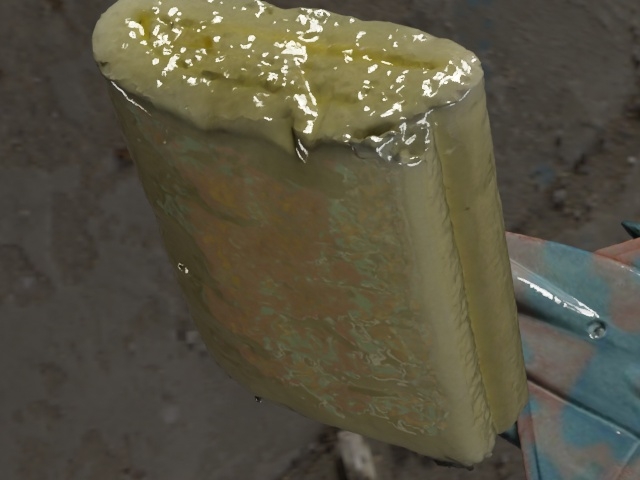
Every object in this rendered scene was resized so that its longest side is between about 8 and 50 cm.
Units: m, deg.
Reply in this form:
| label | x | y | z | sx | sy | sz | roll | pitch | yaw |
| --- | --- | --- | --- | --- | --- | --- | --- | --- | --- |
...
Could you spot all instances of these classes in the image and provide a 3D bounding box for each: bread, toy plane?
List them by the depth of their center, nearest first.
| label | x | y | z | sx | sy | sz | roll | pitch | yaw |
| --- | --- | --- | --- | --- | --- | --- | --- | --- | --- |
| bread | 0.000 | 0.000 | 0.595 | 0.139 | 0.178 | 0.060 | 13 | 54 | 25 |
| toy plane | 0.125 | 0.045 | 0.848 | 0.326 | 0.104 | 0.223 | 25 | 75 | 48 |
